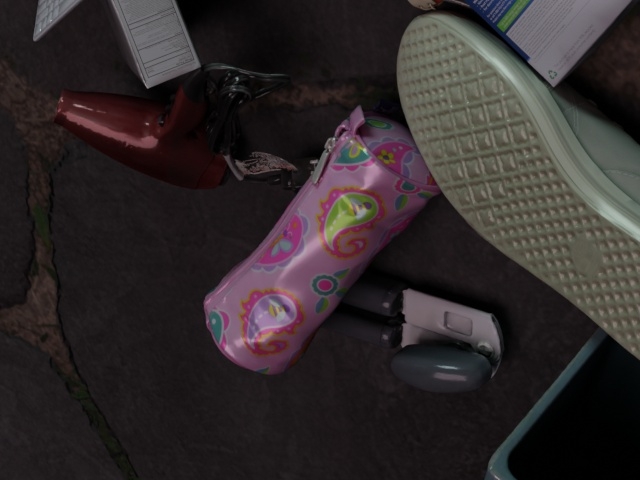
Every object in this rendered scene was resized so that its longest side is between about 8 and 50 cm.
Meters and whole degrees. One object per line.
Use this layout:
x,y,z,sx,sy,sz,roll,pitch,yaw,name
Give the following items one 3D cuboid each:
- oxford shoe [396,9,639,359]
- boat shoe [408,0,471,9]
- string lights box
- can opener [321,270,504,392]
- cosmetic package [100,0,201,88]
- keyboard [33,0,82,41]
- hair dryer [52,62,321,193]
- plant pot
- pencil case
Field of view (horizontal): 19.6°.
0.236,-0.048,1.661,0.449,0.130,0.169,45,140,26,oxford shoe
0.093,-0.233,1.696,0.137,0.049,0.043,25,114,30,boat shoe
0.161,-0.274,1.608,0.260,0.077,0.133,45,131,6,string lights box
0.051,0.082,1.874,0.283,0.095,0.076,16,123,27,can opener
-0.171,-0.216,1.793,0.239,0.060,0.099,-133,23,-73,cosmetic package
-0.202,-0.268,1.729,0.014,0.072,0.256,25,146,-27,keyboard
-0.134,-0.128,1.851,0.293,0.080,0.223,0,147,24,hair dryer
0.290,0.256,1.717,0.247,0.248,0.252,36,148,14,plant pot
0.000,0.000,1.805,0.124,0.124,0.284,42,116,8,pencil case
